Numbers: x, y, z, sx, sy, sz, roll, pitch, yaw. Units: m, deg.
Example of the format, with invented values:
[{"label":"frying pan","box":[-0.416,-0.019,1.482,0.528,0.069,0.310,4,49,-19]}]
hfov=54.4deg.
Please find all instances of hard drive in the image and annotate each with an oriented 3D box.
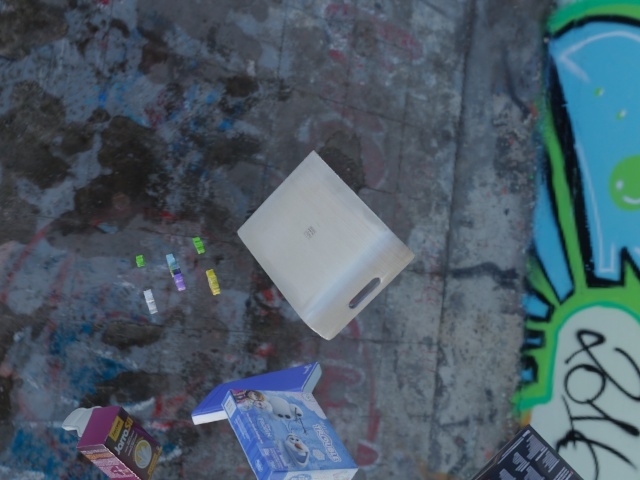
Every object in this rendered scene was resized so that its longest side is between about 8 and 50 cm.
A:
[{"label":"hard drive","box":[-0.171,0.420,1.725,0.319,0.210,0.040,-15,96,14]}]

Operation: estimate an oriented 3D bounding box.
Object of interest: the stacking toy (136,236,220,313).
[{"label":"stacking toy","box":[-0.350,0.079,1.510,0.167,0.221,0.052,-17,126,-15]}]

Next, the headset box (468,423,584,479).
[{"label":"headset box","box":[0.308,0.424,0.814,0.218,0.110,0.293,-19,56,-45]}]

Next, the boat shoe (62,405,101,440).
[{"label":"boat shoe","box":[-0.626,0.515,1.706,0.079,0.255,0.095,50,49,-23]}]

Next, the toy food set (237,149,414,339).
[{"label":"toy food set","box":[0.000,0.000,1.162,0.220,0.306,0.092,-45,148,7]}]

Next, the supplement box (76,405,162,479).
[{"label":"supplement box","box":[-0.460,0.478,1.437,0.104,0.081,0.188,-78,150,-47]}]

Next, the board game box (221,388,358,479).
[{"label":"board game box","box":[-0.026,0.163,0.521,0.090,0.090,0.020,15,113,-39]}]
